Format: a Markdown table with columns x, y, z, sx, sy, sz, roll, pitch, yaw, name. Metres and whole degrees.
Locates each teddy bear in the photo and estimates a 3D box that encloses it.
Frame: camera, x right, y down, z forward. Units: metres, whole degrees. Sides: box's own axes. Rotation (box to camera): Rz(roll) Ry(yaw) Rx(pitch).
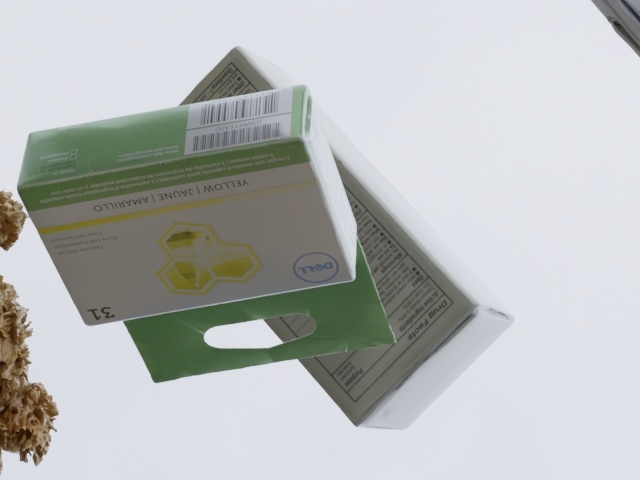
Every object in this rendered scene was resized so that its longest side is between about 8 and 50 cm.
| x | y | z | sx | sy | sz | roll | pitch | yaw | name |
| --- | --- | --- | --- | --- | --- | --- | --- | --- | --- |
| -0.292 | 0.030 | 1.482 | 0.113 | 0.245 | 0.338 | -20 | -101 | 33 | teddy bear |

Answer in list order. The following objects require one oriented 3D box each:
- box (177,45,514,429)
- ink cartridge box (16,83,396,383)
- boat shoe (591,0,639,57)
| x | y | z | sx | sy | sz | roll | pitch | yaw | name |
| --- | --- | --- | --- | --- | --- | --- | --- | --- | --- |
| 0.000 | 0.000 | 1.637 | 0.148 | 0.121 | 0.311 | -44 | -109 | 10 | box |
| -0.060 | 0.018 | 1.172 | 0.171 | 0.056 | 0.235 | -10 | -46 | 11 | ink cartridge box |
| 0.220 | -0.138 | 1.140 | 0.095 | 0.084 | 0.258 | -39 | -90 | -1 | boat shoe |
